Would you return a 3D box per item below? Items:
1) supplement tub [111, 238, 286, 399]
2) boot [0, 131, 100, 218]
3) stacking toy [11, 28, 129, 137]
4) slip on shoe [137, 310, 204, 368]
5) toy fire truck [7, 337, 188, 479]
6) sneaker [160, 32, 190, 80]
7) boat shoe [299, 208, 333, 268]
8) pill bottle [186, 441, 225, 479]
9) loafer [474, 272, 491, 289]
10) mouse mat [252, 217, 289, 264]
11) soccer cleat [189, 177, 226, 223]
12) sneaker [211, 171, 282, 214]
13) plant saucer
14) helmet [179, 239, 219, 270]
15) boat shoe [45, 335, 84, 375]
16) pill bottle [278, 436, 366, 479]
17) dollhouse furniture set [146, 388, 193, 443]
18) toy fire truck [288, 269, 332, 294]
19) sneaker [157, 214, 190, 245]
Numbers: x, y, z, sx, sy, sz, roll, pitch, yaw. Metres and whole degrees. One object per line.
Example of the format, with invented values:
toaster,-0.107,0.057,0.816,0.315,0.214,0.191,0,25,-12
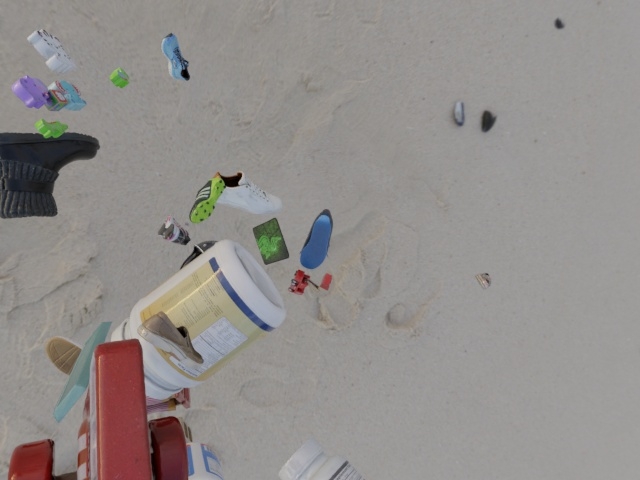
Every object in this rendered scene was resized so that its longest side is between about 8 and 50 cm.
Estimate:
supplement tub,-0.259,0.170,0.899,0.316,0.228,0.228,-37,107,1
boot,-0.873,-0.208,1.341,0.348,0.131,0.260,-20,100,-53
stacking toy,-0.399,-0.218,0.609,0.167,0.221,0.052,-32,101,8
slip on shoe,-0.207,0.147,0.603,0.041,0.051,0.135,-51,138,-17
toy fire truck,-0.192,0.273,0.373,0.170,0.254,0.302,2,54,-30
sneaker,-0.448,-0.579,1.308,0.073,0.162,0.063,28,64,13
boat shoe,0.000,0.000,1.487,0.109,0.089,0.258,24,131,-6
pill bottle,-0.246,0.500,0.804,0.124,0.221,0.124,1,88,-21
loafer,0.473,0.110,1.188,0.039,0.125,0.045,-29,86,14
mouse mat,-0.185,0.007,1.513,0.007,0.190,0.152,-20,91,-37
soccer cleat,-0.353,-0.121,1.255,0.060,0.072,0.178,61,42,-43
sneaker,-0.253,-0.173,1.480,0.290,0.105,0.123,9,127,-32
plant saucer,-0.373,0.196,0.652,0.018,0.192,0.067,37,95,-25
helmet,-0.318,0.083,1.223,0.169,0.169,0.161,35,89,-19
boat shoe,-0.782,0.405,1.384,0.098,0.096,0.277,-43,111,1
pill bottle,0.047,0.668,1.041,0.318,0.176,0.176,39,84,23
dollhouse furniture set,-0.455,0.530,1.113,0.202,0.374,0.152,-12,145,-11
toy fire truck,-0.042,0.166,1.570,0.135,0.192,0.047,22,59,-4
sneaker,-0.459,-0.021,1.303,0.077,0.178,0.072,35,92,-32
